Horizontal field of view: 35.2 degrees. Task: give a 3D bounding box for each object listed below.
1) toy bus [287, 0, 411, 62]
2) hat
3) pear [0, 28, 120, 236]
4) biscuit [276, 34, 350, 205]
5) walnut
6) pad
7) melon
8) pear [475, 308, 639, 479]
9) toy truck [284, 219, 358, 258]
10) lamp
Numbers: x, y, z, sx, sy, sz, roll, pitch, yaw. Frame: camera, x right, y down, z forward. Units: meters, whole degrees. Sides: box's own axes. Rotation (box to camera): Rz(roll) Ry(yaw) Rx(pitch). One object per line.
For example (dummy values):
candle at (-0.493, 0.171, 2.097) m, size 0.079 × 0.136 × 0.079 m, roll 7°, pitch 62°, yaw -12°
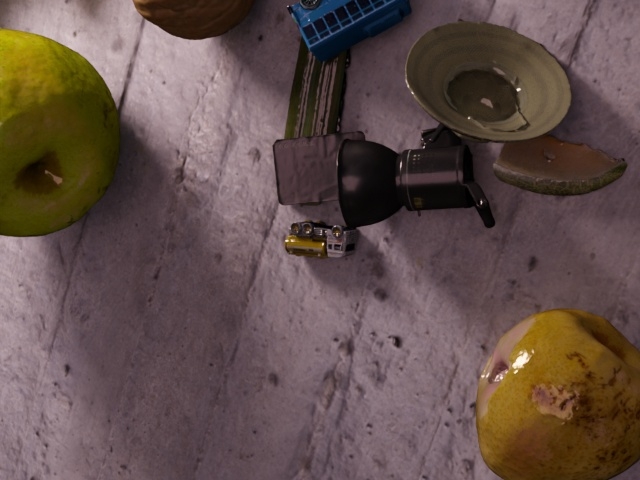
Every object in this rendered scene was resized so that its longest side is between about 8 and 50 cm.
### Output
toy bus at (0.053, -0.370, 1.609) m, size 0.184 × 0.090 × 0.106 m, roll -27°, pitch 78°, yaw 10°
hat at (0.240, -0.208, 1.518) m, size 0.252 × 0.252 × 0.110 m, roll 40°, pitch 148°, yaw 20°
pear at (-0.550, -0.206, 1.812) m, size 0.391 × 0.391 × 0.391 m, roll 1°, pitch 93°, yaw 27°
biscuit at (-0.012, -0.220, 1.700) m, size 0.099 × 0.038 × 0.322 m, roll 14°, pitch 98°, yaw 29°
walnut at (-0.209, -0.451, 1.701) m, size 0.228 × 0.228 × 0.228 m, roll 1°, pitch 93°, yaw 27°
pad at (0.001, -0.120, 1.679) m, size 0.157 × 0.003 × 0.112 m, roll -6°, pitch 95°, yaw 7°
melon at (0.357, -0.110, 1.516) m, size 0.182 × 0.054 × 0.098 m, roll 25°, pitch 88°, yaw 24°
pear at (0.335, 0.229, 1.418) m, size 0.271 × 0.271 × 0.271 m, roll 1°, pitch 93°, yaw 27°
toy truck at (0.000, 0.000, 1.693) m, size 0.123 × 0.052 × 0.063 m, roll 6°, pitch 99°, yaw 28°
lamp at (0.153, -0.103, 1.573) m, size 0.227 × 0.147 × 0.172 m, roll -4°, pitch 64°, yaw 16°
